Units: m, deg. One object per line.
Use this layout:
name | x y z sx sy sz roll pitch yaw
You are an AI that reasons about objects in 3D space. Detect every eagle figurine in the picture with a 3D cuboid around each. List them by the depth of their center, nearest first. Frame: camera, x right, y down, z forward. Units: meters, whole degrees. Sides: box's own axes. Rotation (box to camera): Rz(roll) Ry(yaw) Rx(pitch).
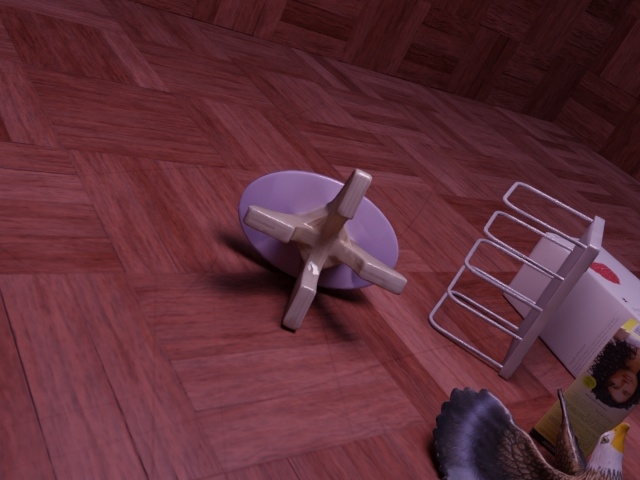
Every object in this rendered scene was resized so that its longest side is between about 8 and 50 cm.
eagle figurine | 0.305 0.307 0.774 0.226 0.225 0.298 56 -11 -21

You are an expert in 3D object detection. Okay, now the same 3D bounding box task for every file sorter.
file sorter | 0.343 0.058 1.120 0.173 0.277 0.193 32 27 13

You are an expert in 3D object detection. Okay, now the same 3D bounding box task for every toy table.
toy table | 0.000 0.000 0.981 0.275 0.252 0.161 13 11 -6

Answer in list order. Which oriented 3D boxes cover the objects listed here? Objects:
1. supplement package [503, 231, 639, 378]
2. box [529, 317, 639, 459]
supplement package | 0.547 0.144 1.267 0.178 0.175 0.293 8 32 -32
box | 0.411 0.228 0.927 0.087 0.232 0.058 41 32 26
